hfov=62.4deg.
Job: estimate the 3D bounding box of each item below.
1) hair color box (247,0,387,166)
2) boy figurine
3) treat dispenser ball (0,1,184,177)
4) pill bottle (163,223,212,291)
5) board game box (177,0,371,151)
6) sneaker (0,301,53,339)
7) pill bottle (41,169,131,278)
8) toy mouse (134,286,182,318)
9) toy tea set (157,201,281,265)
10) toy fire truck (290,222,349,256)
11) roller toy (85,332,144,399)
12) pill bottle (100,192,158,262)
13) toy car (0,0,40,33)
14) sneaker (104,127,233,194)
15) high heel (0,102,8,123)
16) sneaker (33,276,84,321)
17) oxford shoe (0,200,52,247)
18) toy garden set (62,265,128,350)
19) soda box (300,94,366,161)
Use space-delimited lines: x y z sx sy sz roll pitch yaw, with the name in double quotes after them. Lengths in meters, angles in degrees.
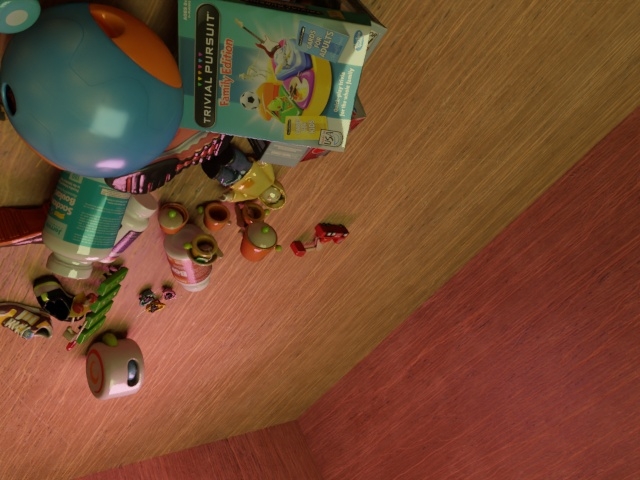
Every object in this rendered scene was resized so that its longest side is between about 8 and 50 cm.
-0.040 -0.363 1.156 0.114 0.185 0.374 3 136 -43 "hair color box"
-0.196 -0.159 1.426 0.177 0.092 0.285 -40 147 10 "boy figurine"
-0.382 -0.251 0.905 0.288 0.288 0.288 -23 150 -14 "treat dispenser ball"
-0.382 0.058 1.550 0.121 0.121 0.216 -21 149 -17 "pill bottle"
-0.095 -0.318 1.006 0.336 0.079 0.253 7 128 -6 "board game box"
-0.814 0.224 1.439 0.069 0.084 0.185 -41 150 17 "sneaker"
-0.504 -0.055 1.139 0.146 0.146 0.264 13 99 -51 "pill bottle"
-0.523 0.178 1.693 0.161 0.031 0.143 -17 148 -25 "toy mouse"
-0.266 -0.040 1.435 0.336 0.200 0.124 -4 150 -31 "toy tea set"
0.000 0.000 1.891 0.192 0.047 0.135 2 137 -46 "toy fire truck"
-0.680 0.427 1.764 0.146 0.191 0.209 0 138 -44 "roller toy"
-0.494 -0.042 1.305 0.193 0.108 0.108 -41 149 17 "pill bottle"
-0.410 -0.416 0.776 0.210 0.219 0.238 -34 179 5 "toy car"
-0.335 -0.207 1.124 0.314 0.136 0.116 -36 175 -37 "sneaker"
-0.671 -0.151 0.982 0.186 0.093 0.261 -4 133 -29 "high heel"
-0.722 0.191 1.460 0.084 0.097 0.234 -25 150 -10 "sneaker"
-0.670 -0.017 1.198 0.271 0.097 0.098 -13 152 -29 "oxford shoe"
-0.652 0.196 1.480 0.244 0.049 0.204 -56 -179 26 "toy garden set"
0.010 -0.284 1.322 0.092 0.083 0.263 -17 175 -23 "soda box"
